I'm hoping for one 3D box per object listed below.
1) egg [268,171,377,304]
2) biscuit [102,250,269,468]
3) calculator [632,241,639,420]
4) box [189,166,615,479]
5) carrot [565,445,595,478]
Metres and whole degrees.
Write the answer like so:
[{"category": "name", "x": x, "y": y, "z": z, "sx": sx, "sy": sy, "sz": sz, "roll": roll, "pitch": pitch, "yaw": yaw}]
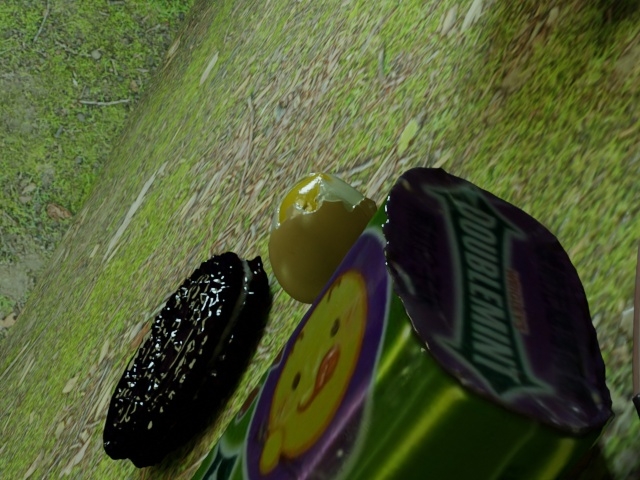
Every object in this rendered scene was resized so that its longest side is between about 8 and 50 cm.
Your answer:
[{"category": "egg", "x": 0.000, "y": 0.000, "z": 0.996, "sx": 0.083, "sy": 0.071, "sz": 0.071, "roll": -61, "pitch": 13, "yaw": 5}, {"category": "biscuit", "x": -0.107, "y": 0.092, "z": 1.203, "sx": 0.194, "sy": 0.053, "sz": 0.194, "roll": -52, "pitch": 16, "yaw": 21}, {"category": "calculator", "x": 0.167, "y": 0.045, "z": 0.385, "sx": 0.220, "sy": 0.048, "sz": 0.330, "roll": -48, "pitch": 19, "yaw": 29}, {"category": "box", "x": -0.021, "y": 0.138, "z": 0.630, "sx": 0.345, "sy": 0.097, "sz": 0.134, "roll": -56, "pitch": 22, "yaw": 31}, {"category": "carrot", "x": 0.081, "y": 0.057, "z": 0.662, "sx": 0.042, "sy": 0.042, "sz": 0.171, "roll": -55, "pitch": 16, "yaw": 11}]
